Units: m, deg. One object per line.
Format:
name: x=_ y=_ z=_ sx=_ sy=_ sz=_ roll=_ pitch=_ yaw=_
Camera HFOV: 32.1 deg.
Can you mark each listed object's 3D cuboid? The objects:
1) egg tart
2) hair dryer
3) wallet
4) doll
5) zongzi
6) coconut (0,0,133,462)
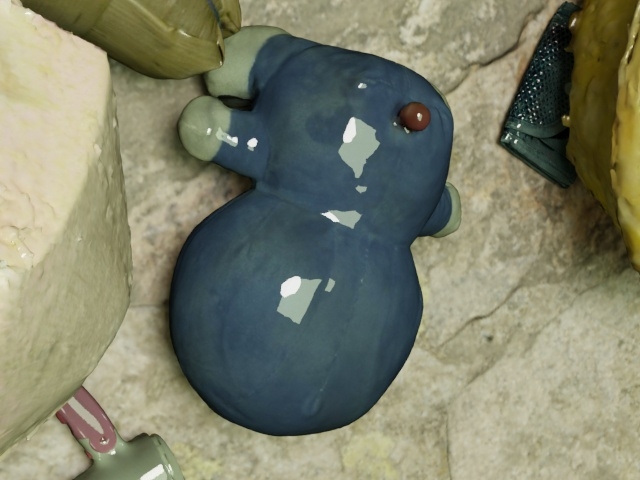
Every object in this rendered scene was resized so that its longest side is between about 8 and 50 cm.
egg tart: x=0.293 y=-0.115 z=0.860 sx=0.345 sy=0.132 sz=0.346 roll=-15 pitch=113 yaw=-41
hair dryer: x=-0.162 y=0.123 z=0.718 sx=0.106 sy=0.054 sz=0.154 roll=-25 pitch=97 yaw=-19
wallet: x=0.198 y=-0.116 z=0.887 sx=0.088 sy=0.026 sz=0.129 roll=31 pitch=80 yaw=-28
doll: x=0.000 y=0.000 z=0.738 sx=0.228 sy=0.154 sz=0.259 roll=17 pitch=94 yaw=-33
zongzi: x=-0.130 y=-0.243 z=0.660 sx=0.228 sy=0.115 sz=0.256 roll=25 pitch=73 yaw=-32
coconut: x=-0.235 y=-0.012 z=0.516 sx=0.309 sy=0.297 sz=0.298 roll=21 pitch=86 yaw=-29
